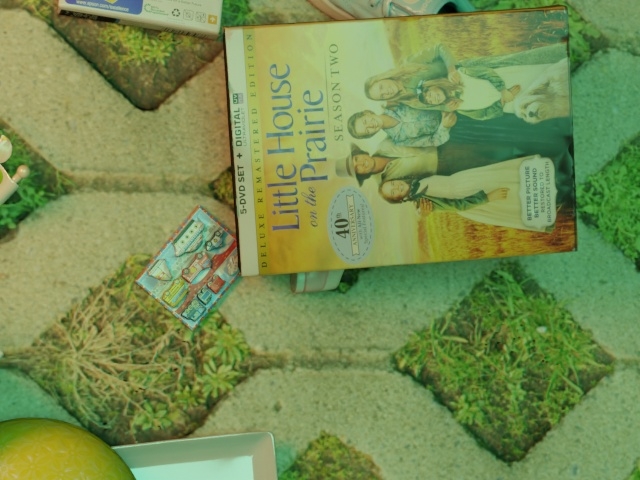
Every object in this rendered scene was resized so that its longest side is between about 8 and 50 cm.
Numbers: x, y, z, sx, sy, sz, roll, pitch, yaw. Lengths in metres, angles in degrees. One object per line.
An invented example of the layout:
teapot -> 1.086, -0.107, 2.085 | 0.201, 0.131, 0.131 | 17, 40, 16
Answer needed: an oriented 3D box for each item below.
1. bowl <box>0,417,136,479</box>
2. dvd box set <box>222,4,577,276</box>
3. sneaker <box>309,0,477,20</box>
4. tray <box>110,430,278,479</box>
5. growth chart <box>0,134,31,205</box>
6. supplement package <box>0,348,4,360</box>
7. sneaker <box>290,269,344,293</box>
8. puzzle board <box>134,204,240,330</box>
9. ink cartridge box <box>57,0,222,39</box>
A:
bowl -> -0.333, 0.343, 1.830 | 0.289, 0.156, 0.289 | 1, 84, -7
dvd box set -> 0.098, -0.123, 1.987 | 0.420, 0.062, 0.308 | -4, 98, -6
sneaker -> 0.107, -0.313, 2.072 | 0.366, 0.150, 0.135 | 38, 73, -9
tray -> -0.182, 0.314, 1.967 | 0.270, 0.030, 0.145 | -4, 83, -17
growth chart -> -0.473, -0.097, 1.901 | 0.237, 0.021, 0.172 | 36, 104, -12
supplement package -> -0.509, 0.202, 1.805 | 0.175, 0.177, 0.293 | 35, 74, -9
sneaker -> 0.000, 0.000, 2.051 | 0.070, 0.051, 0.134 | 1, 90, -12
puzzle board -> -0.154, 0.033, 2.022 | 0.096, 0.011, 0.128 | 41, 73, -8
ink cartridge box -> -0.216, -0.369, 2.036 | 0.206, 0.045, 0.208 | 8, 82, -16
